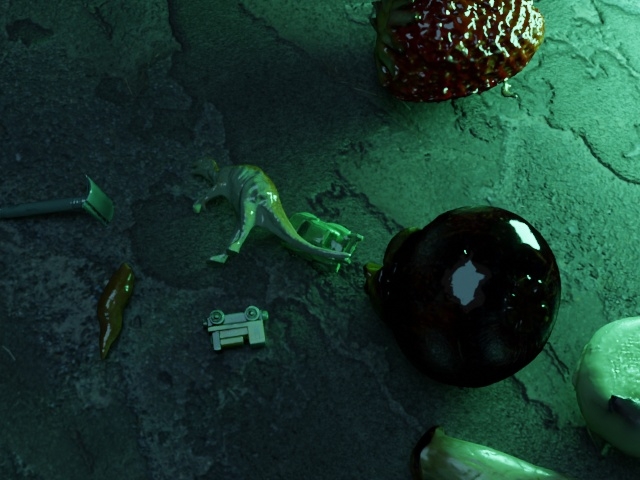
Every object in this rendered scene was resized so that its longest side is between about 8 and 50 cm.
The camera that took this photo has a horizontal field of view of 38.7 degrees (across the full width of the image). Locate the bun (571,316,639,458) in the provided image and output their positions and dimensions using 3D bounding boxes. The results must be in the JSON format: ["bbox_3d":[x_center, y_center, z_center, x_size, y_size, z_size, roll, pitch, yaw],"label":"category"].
[{"bbox_3d":[0.574,0.271,1.536,0.293,0.187,0.293,-3,42,2],"label":"bun"}]

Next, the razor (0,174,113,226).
[{"bbox_3d":[-0.524,-0.061,1.743,0.232,0.106,0.068,-8,66,10],"label":"razor"}]

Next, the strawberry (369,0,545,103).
[{"bbox_3d":[0.273,-0.386,1.786,0.343,0.292,0.292,11,67,-10],"label":"strawberry"}]

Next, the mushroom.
[{"bbox_3d":[0.312,0.410,1.530,0.333,0.087,0.107,21,68,6],"label":"mushroom"}]

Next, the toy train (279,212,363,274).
[{"bbox_3d":[0.000,0.000,1.704,0.149,0.081,0.099,26,71,10],"label":"toy train"}]

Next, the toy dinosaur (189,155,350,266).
[{"bbox_3d":[-0.125,-0.040,1.687,0.393,0.092,0.205,15,70,31],"label":"toy dinosaur"}]

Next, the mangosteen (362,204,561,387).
[{"bbox_3d":[0.250,0.092,1.561,0.330,0.330,0.330,0,67,0],"label":"mangosteen"}]

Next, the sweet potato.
[{"bbox_3d":[-0.383,0.131,1.670,0.056,0.056,0.195,8,72,4],"label":"sweet potato"}]

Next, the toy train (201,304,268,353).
[{"bbox_3d":[-0.153,0.161,1.658,0.122,0.050,0.081,-9,75,-5],"label":"toy train"}]
